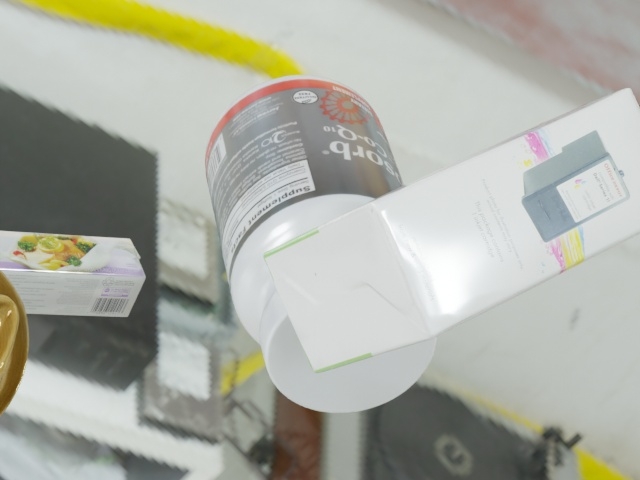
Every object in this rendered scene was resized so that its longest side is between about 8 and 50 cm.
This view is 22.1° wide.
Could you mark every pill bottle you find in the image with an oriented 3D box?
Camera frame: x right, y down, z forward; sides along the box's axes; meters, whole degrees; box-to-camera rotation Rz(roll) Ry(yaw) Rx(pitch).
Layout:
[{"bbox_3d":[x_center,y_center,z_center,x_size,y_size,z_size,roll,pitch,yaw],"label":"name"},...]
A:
[{"bbox_3d":[0.000,0.000,1.733,0.210,0.210,0.363,23,29,-27],"label":"pill bottle"}]

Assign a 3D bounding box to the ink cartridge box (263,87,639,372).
[{"bbox_3d":[0.154,-0.020,1.392,0.353,0.207,0.119,-24,90,-30],"label":"ink cartridge box"}]

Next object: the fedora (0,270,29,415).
[{"bbox_3d":[-0.327,0.092,1.455,0.194,0.079,0.194,8,78,-41],"label":"fedora"}]

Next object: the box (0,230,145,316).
[{"bbox_3d":[-0.337,0.031,1.661,0.324,0.067,0.063,3,41,-31],"label":"box"}]
